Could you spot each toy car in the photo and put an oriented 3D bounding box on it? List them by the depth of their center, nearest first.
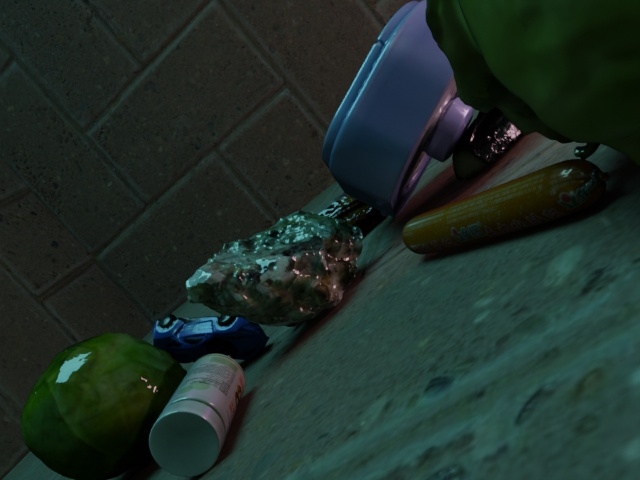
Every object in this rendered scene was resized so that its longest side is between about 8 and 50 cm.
[{"bbox_3d":[-0.189,0.172,1.099,0.216,0.103,0.063,-5,47,27],"label":"toy car"}]

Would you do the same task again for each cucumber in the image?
[{"bbox_3d":[0.286,-0.184,1.069,0.193,0.086,0.115,-51,13,-26],"label":"cucumber"}]

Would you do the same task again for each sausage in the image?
[{"bbox_3d":[0.181,-0.027,0.718,0.053,0.053,0.348,-43,8,-22],"label":"sausage"}]

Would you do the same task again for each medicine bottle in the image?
[{"bbox_3d":[-0.152,0.217,0.834,0.086,0.086,0.183,-39,7,10],"label":"medicine bottle"}]

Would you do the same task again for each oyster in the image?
[{"bbox_3d":[-0.056,0.040,0.992,0.267,0.199,0.112,-46,-26,-41],"label":"oyster"}]

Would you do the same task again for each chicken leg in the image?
[{"bbox_3d":[0.000,0.000,1.367,0.407,0.096,0.158,-42,2,10],"label":"chicken leg"}]

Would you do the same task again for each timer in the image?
[{"bbox_3d":[0.170,-0.228,1.104,0.395,0.173,0.395,-57,-12,-19],"label":"timer"}]

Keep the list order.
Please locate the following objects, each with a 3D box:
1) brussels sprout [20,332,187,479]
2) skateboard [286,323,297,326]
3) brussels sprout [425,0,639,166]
[{"bbox_3d":[-0.318,0.253,1.021,0.219,0.210,0.271,-56,-16,12],"label":"brussels sprout"},{"bbox_3d":[-0.042,0.104,1.108,0.080,0.067,0.151,-48,-2,24],"label":"skateboard"},{"bbox_3d":[0.259,-0.265,0.470,0.425,0.361,0.342,-26,22,47],"label":"brussels sprout"}]
